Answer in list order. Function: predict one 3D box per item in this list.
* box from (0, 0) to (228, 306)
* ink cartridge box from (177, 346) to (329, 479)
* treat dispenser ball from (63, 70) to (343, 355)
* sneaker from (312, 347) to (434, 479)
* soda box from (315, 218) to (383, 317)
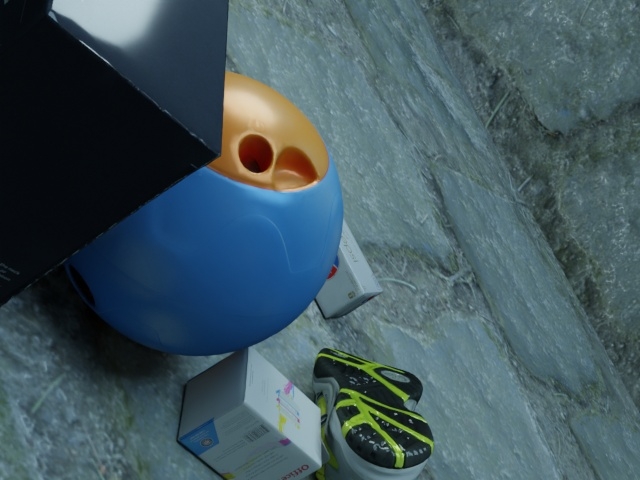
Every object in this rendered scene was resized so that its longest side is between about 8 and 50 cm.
[{"bbox_3d":[-0.251,-0.155,1.005,0.179,0.312,0.343,40,31,-34],"label":"box"},{"bbox_3d":[-0.066,0.200,1.221,0.143,0.092,0.090,46,24,-28],"label":"ink cartridge box"},{"bbox_3d":[-0.121,-0.029,1.154,0.288,0.288,0.288,44,26,-28],"label":"treat dispenser ball"},{"bbox_3d":[0.043,0.235,1.375,0.145,0.147,0.385,16,11,0],"label":"sneaker"},{"bbox_3d":[0.000,0.000,1.642,0.216,0.074,0.069,62,23,14],"label":"soda box"}]
